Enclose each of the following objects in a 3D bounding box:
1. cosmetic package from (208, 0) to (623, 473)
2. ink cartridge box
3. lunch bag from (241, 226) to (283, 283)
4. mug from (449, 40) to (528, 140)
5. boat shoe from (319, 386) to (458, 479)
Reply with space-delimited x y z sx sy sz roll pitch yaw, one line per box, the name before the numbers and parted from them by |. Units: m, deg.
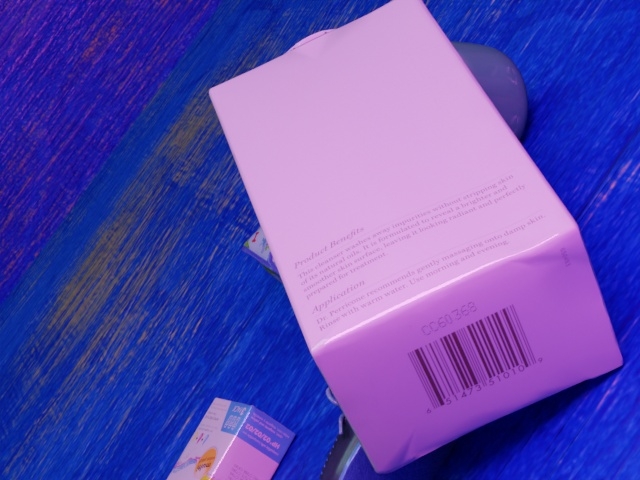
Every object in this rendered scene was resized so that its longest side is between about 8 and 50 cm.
cosmetic package | 0.062 -0.025 1.124 0.217 0.156 0.385 -24 38 3
ink cartridge box | -0.112 0.256 1.395 0.181 0.061 0.104 -60 21 -16
lunch bag | 0.000 0.000 1.535 0.129 0.096 0.151 -52 34 -4
mug | 0.141 -0.124 1.387 0.158 0.097 0.129 -58 44 41
boat shoe | 0.077 0.127 1.155 0.089 0.109 0.258 9 48 46
